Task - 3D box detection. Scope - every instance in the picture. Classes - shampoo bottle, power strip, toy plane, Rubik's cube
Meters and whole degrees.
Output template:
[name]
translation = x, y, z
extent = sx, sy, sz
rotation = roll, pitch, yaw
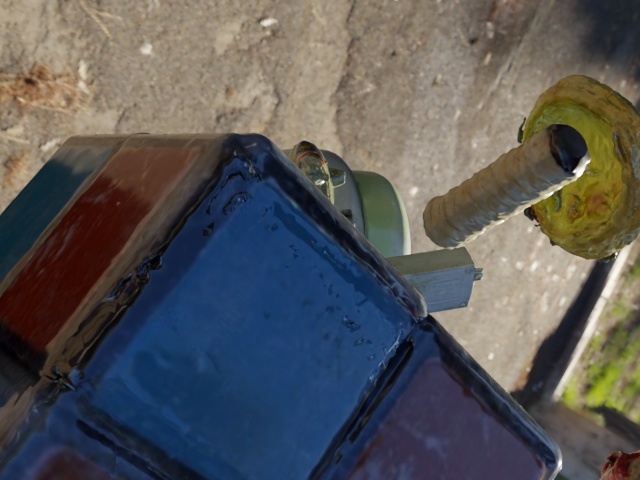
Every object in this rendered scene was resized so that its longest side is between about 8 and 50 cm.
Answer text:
[shampoo bottle]
translation = -0.044, 0.020, 1.390
extent = 0.318, 0.322, 0.322
rotation = -1, 122, -19
[power strip]
translation = 0.107, 0.054, 1.111
extent = 0.175, 0.042, 0.075
rotation = -7, 131, -11
[toy plane]
translation = 0.000, 0.000, 1.035
extent = 0.092, 0.286, 0.108
rotation = -6, 152, -4
[Rubik's cube]
translation = -0.100, 0.140, 0.592
extent = 0.313, 0.316, 0.318
rotation = 44, 72, -27

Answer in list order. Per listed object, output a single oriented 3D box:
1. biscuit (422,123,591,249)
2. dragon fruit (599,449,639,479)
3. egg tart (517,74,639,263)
[biscuit]
translation = 0.168, -0.049, 0.850
extent = 0.055, 0.061, 0.219
rotation = -5, 163, -28
[dragon fruit]
translation = 0.387, 0.256, 0.988
extent = 0.262, 0.134, 0.211
rotation = 17, 99, -26
[egg tart]
translation = 0.390, -0.103, 1.314
extent = 0.095, 0.279, 0.278
rotation = -10, 127, -24
